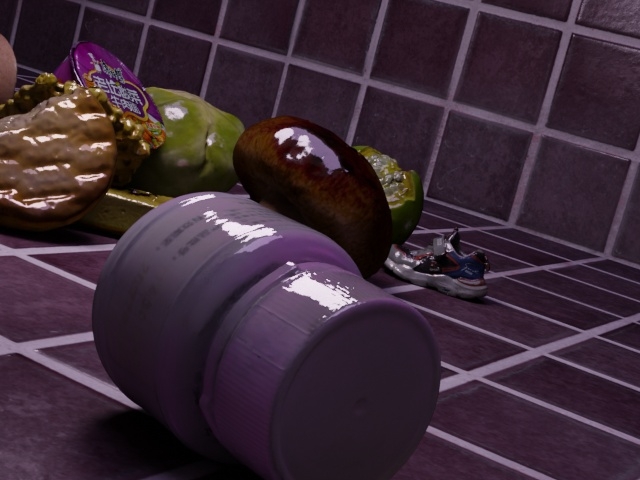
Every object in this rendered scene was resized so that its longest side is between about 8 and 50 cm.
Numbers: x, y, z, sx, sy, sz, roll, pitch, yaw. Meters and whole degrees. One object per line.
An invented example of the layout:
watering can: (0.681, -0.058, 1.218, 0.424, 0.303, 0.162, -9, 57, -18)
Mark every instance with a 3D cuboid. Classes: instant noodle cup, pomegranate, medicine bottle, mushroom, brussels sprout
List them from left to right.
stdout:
instant noodle cup: (-0.446, -0.222, 2.218, 0.251, 0.190, 0.251, 47, 20, -23)
brussels sprout: (-0.307, -0.203, 2.431, 0.316, 0.243, 0.273, 35, 38, 29)
medicine bottle: (-0.055, 0.100, 1.124, 0.241, 0.241, 0.302, 7, 13, -40)
mushroom: (-0.036, -0.033, 2.058, 0.331, 0.356, 0.334, 26, -19, 4)
pomegranate: (0.078, -0.076, 2.377, 0.235, 0.236, 0.302, 20, 13, 26)

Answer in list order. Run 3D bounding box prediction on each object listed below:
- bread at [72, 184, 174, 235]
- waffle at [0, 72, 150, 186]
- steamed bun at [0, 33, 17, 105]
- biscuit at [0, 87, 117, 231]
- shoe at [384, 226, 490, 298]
bread: (-0.365, -0.058, 2.036, 0.361, 0.077, 0.138, 13, 10, -11)
waffle: (-0.437, -0.175, 2.056, 0.291, 0.291, 0.051, 14, 48, -3)
steamed bun: (-0.777, -0.294, 2.387, 0.301, 0.199, 0.251, -19, 5, 32)
biscuit: (-0.453, -0.117, 1.877, 0.274, 0.213, 0.091, -22, -6, -30)
shoe: (0.231, 0.031, 2.296, 0.227, 0.126, 0.099, 20, 13, 17)
